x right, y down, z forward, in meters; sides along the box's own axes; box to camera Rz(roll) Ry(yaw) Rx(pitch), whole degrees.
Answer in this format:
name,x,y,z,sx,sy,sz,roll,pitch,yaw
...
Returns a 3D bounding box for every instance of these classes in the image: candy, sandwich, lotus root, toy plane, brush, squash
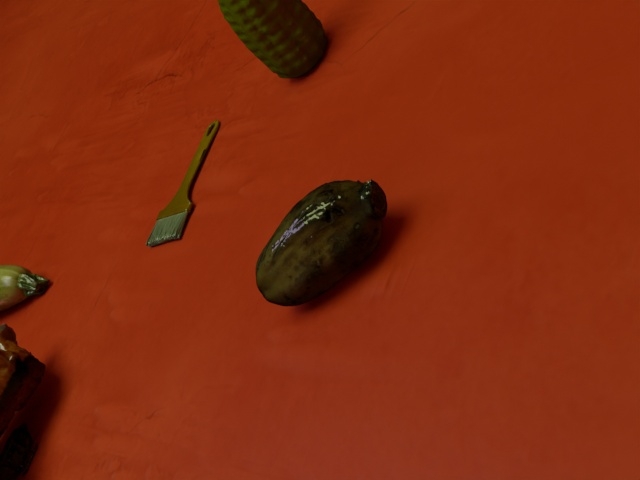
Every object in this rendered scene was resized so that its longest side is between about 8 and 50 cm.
name,x,y,z,sx,sy,sz,roll,pitch,yaw
candy,-0.076,-0.296,1.426,0.096,0.209,0.097,-24,42,24
sandwich,-0.497,0.236,1.506,0.250,0.162,0.301,113,-177,-52
lotus root,0.000,0.000,1.140,0.179,0.089,0.080,-41,-5,31
toy plane,-0.419,0.306,1.496,0.060,0.037,0.145,-20,44,51
brush,-0.182,-0.085,1.565,0.083,0.011,0.205,-13,49,51
squash,-0.517,0.080,1.834,0.224,0.094,0.094,-12,51,40
